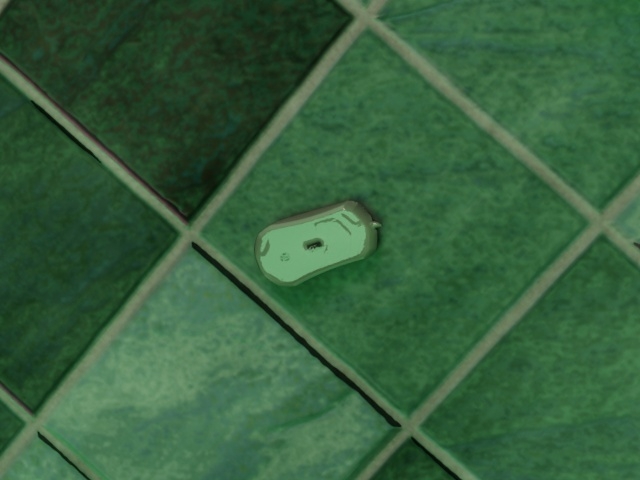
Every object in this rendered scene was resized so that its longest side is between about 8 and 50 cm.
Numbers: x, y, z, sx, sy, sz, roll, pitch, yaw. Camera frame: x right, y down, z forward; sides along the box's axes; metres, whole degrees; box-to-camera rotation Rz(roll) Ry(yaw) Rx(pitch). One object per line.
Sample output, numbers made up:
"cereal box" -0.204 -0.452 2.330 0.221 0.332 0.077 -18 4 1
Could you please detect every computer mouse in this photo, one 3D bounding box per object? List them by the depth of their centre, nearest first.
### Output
"computer mouse" 0.000 0.000 1.577 0.110 0.032 0.056 -18 102 12
